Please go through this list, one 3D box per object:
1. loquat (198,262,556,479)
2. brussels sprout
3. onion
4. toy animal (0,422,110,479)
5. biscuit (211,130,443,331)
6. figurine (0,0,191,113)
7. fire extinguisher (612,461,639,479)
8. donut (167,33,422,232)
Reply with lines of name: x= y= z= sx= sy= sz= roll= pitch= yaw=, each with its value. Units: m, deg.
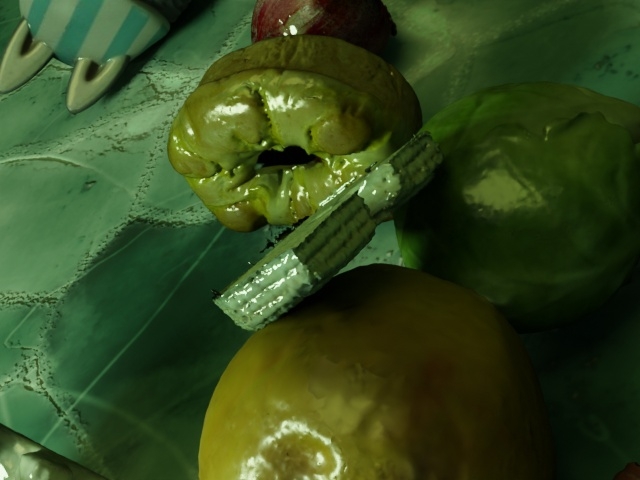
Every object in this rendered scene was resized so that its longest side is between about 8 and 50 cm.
loquat: x=0.044 y=0.148 z=1.060 sx=0.276 sy=0.276 sz=0.284 roll=-7 pitch=41 yaw=30
brussels sprout: x=0.181 y=-0.031 z=1.196 sx=0.244 sy=0.244 sz=0.244 roll=-19 pitch=41 yaw=18
onion: x=-0.017 y=-0.231 z=1.580 sx=0.195 sy=0.159 sz=0.159 roll=-44 pitch=38 yaw=11
toy animal: x=-0.305 y=0.247 z=1.237 sx=0.188 sy=0.308 sz=0.266 roll=-63 pitch=20 yaw=-2
biscuit: x=0.000 y=0.000 z=1.068 sx=0.147 sy=0.046 sz=0.250 roll=-36 pitch=3 yaw=35
figurine: x=-0.345 y=-0.360 z=1.857 sx=0.361 sy=0.266 sz=0.377 roll=11 pitch=57 yaw=48
fire extinguisher: x=0.147 y=0.315 z=0.943 sx=0.337 sy=0.106 sz=0.147 roll=-43 pitch=49 yaw=-9
donut: x=-0.025 y=-0.109 z=1.412 sx=0.261 sy=0.208 sz=0.128 roll=-3 pitch=48 yaw=27
